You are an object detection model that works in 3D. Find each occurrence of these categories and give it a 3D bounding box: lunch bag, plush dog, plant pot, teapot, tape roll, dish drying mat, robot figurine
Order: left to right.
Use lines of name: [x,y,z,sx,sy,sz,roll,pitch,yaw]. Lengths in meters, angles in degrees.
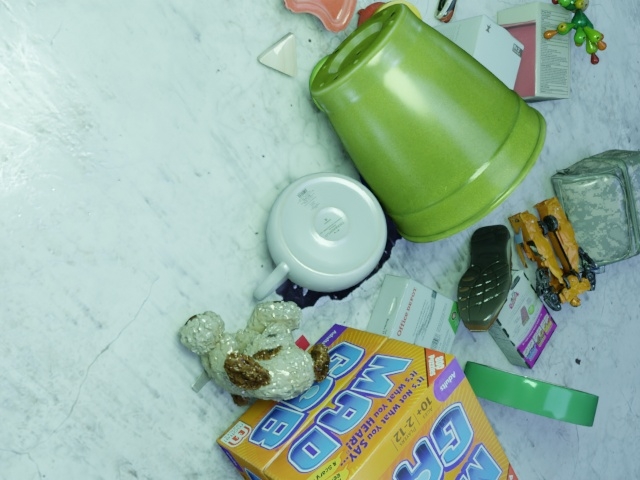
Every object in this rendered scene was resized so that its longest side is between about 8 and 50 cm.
plush dog: [-0.110,0.233,1.288,0.262,0.225,0.211,-5,97,-36]
dish drying mat: [-0.057,0.239,1.463,0.083,0.008,0.032,-44,117,-24]
teapot: [0.000,0.000,1.385,0.255,0.187,0.253,5,71,-11]
plant pot: [0.179,-0.246,1.335,0.353,0.366,0.367,43,69,-23]
tape roll: [0.510,0.374,1.700,0.321,0.321,0.077,20,82,-36]
robot figurine: [0.622,0.043,1.847,0.211,0.085,0.291,-23,91,-24]
lunch bag: [0.786,-0.081,1.942,0.255,0.212,0.305,-18,105,-11]

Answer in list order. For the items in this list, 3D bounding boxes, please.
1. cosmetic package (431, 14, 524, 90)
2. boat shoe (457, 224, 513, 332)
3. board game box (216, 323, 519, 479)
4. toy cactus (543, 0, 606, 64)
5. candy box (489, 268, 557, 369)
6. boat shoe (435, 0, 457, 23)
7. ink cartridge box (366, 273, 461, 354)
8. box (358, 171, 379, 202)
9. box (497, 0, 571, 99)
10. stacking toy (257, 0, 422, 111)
cosmetic package: [0.334,-0.400,1.583,0.151,0.183,0.152,21,82,-35]
boat shoe: [0.419,0.102,1.690,0.120,0.122,0.324,65,36,-36]
board game box: [0.095,0.433,1.338,0.356,0.356,0.357,-42,116,-26]
toy cactus: [0.627,-0.546,1.698,0.219,0.112,0.181,28,59,-33]
candy box: [0.527,0.210,1.852,0.159,0.071,0.233,-50,121,-22]
boat shoe: [0.302,-0.584,1.630,0.043,0.049,0.137,11,92,-34]
ink cartridge box: [0.223,0.184,1.615,0.208,0.086,0.153,28,78,-36]
box: [0.133,-0.209,1.532,0.136,0.036,0.225,-32,120,-30]
box: [0.546,-0.475,1.768,0.148,0.126,0.233,-5,97,-36]
stacking toy: [0.020,-0.432,1.431,0.308,0.130,0.280,29,103,-32]
